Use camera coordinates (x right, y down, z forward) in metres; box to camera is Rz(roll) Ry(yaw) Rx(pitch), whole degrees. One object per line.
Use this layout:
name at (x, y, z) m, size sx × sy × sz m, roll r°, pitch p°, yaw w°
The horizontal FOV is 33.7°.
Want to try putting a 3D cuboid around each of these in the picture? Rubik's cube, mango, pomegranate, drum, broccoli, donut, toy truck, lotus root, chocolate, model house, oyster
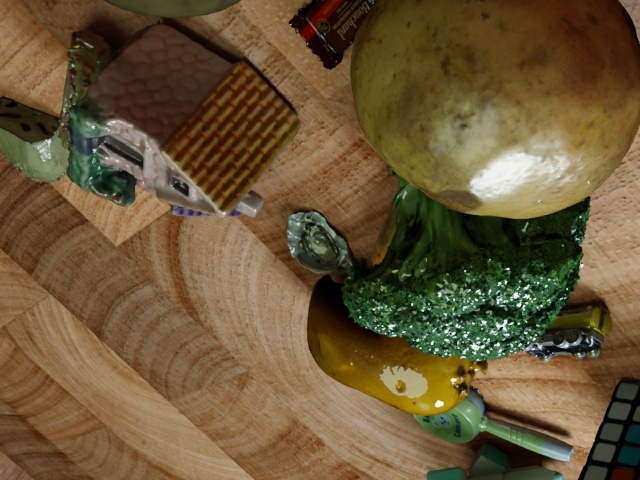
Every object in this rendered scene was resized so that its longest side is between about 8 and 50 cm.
Rubik's cube at (0.467, 0.320, 1.392) m, size 0.182 × 0.187 × 0.184 m, roll 5°, pitch 136°, yaw 35°
mango at (0.103, 0.157, 1.529) m, size 0.287 × 0.152 × 0.201 m, roll 18°, pitch 180°, yaw 41°
pomegranate at (0.167, -0.155, 1.014) m, size 0.281 × 0.281 × 0.281 m, roll 22°, pitch 142°, yaw 18°
drum at (0.257, 0.270, 1.622) m, size 0.253 × 0.049 × 0.130 m, roll 5°, pitch 135°, yaw 36°
Rubik's cube at (0.287, 0.441, 1.663) m, size 0.224 × 0.265 × 0.212 m, roll -13°, pitch 99°, yaw 25°
broccoli at (0.159, 0.001, 1.200) m, size 0.308 × 0.308 × 0.275 m, roll -34°, pitch 85°, yaw 53°
donut at (-0.324, -0.206, 1.467) m, size 0.068 × 0.174 × 0.174 m, roll 7°, pitch 148°, yaw -15°
toy truck at (0.321, 0.120, 1.389) m, size 0.052 × 0.062 × 0.123 m, roll 31°, pitch 152°, yaw -33°
lotus root at (-0.470, -0.146, 1.720) m, size 0.143 × 0.070 × 0.144 m, roll 16°, pitch 141°, yaw 26°
chocolate at (0.033, -0.268, 1.210) m, size 0.086 × 0.028 × 0.182 m, roll 47°, pitch 143°, yaw -3°
model house at (-0.182, -0.114, 1.408) m, size 0.237 × 0.202 × 0.237 m, roll 30°, pitch 144°, yaw 9°
oyster at (0.001, 0.000, 1.546) m, size 0.098 × 0.037 × 0.100 m, roll 0°, pitch 113°, yaw 15°

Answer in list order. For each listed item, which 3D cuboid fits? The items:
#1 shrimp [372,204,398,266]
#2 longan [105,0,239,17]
shrimp at (0.141, 0.007, 1.411) m, size 0.150 × 0.068 × 0.248 m, roll 11°, pitch 145°, yaw 11°
longan at (-0.156, -0.372, 1.039) m, size 0.297 × 0.297 × 0.297 m, roll 22°, pitch 142°, yaw 18°
